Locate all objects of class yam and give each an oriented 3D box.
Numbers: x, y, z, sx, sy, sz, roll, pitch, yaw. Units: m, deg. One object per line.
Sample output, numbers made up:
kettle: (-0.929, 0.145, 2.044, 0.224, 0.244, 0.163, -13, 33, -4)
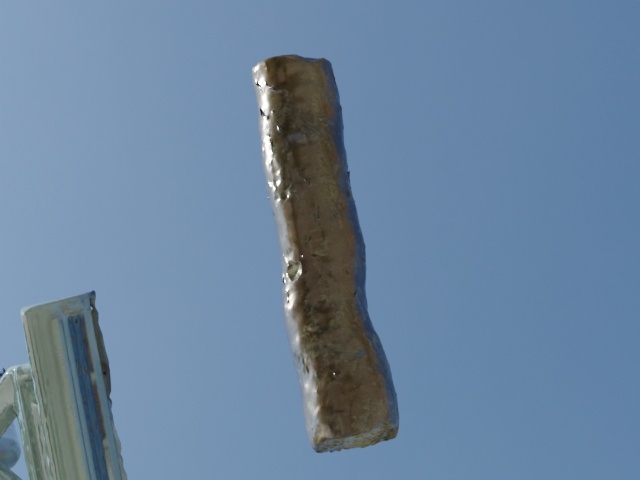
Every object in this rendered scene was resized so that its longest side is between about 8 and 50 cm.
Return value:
yam: (0.000, 0.000, 0.839, 0.061, 0.252, 0.061, -8, -20, -3)

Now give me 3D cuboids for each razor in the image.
razor: (-0.144, 0.082, 0.620, 0.056, 0.278, 0.111, -11, -88, -22)
